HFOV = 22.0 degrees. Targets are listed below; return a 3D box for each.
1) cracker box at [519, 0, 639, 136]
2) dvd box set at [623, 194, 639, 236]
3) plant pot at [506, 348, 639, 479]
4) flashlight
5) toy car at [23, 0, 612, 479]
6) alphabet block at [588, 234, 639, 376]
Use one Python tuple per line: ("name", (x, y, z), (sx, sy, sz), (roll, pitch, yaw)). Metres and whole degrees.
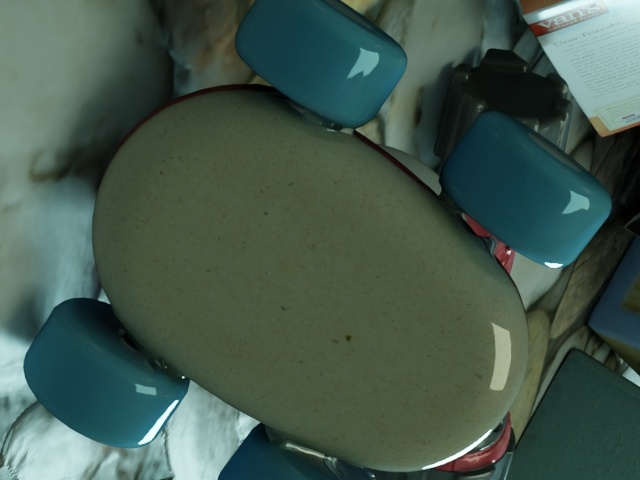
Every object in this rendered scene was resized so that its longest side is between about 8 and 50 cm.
("cracker box", (0.222, -0.154, 1.062), (0.232, 0.155, 0.067), (36, 39, -65))
("dvd box set", (0.382, -0.197, 1.308), (0.420, 0.062, 0.307), (-62, 176, -4))
("plant pot", (0.301, 0.286, 1.494), (0.247, 0.252, 0.248), (-59, 153, -8))
("flashlight", (0.097, 0.039, 1.067), (0.103, 0.103, 0.304), (-30, 140, -45))
("toy car", (0.000, 0.000, 0.818), (0.219, 0.210, 0.238), (-56, -175, 12))
("alphabet block", (0.394, 0.067, 1.481), (0.197, 0.193, 0.192), (41, 77, -45))
